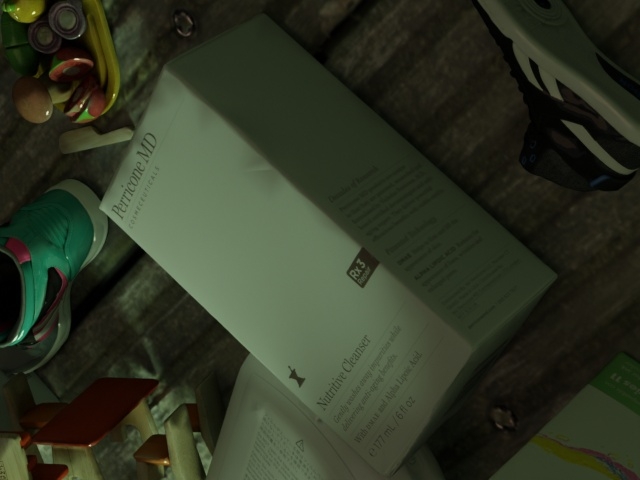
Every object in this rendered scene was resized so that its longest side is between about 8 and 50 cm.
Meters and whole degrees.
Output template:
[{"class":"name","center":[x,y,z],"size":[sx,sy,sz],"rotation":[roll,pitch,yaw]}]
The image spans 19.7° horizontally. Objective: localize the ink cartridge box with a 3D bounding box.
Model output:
[{"class":"ink cartridge box","center":[0.185,0.269,1.575],"size":[0.119,0.353,0.207],"rotation":[36,131,18]}]

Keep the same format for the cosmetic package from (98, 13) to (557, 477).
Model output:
[{"class":"cosmetic package","center":[0.000,0.000,1.710],"size":[0.385,0.156,0.217],"rotation":[40,134,13]}]

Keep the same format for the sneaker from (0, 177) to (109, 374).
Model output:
[{"class":"sneaker","center":[-0.345,0.074,2.008],"size":[0.124,0.178,0.295],"rotation":[41,133,14]}]

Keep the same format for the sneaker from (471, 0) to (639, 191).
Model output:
[{"class":"sneaker","center":[0.182,-0.124,1.549],"size":[0.217,0.079,0.121],"rotation":[45,132,8]}]

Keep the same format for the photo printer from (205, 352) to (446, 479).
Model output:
[{"class":"photo printer","center":[-0.002,0.255,1.858],"size":[0.256,0.107,0.307],"rotation":[45,135,31]}]

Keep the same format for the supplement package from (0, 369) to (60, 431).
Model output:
[{"class":"supplement package","center":[-0.443,0.233,2.205],"size":[0.139,0.134,0.244],"rotation":[49,133,6]}]

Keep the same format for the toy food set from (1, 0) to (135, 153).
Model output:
[{"class":"toy food set","center":[-0.275,-0.180,1.886],"size":[0.128,0.071,0.217],"rotation":[0,114,38]}]

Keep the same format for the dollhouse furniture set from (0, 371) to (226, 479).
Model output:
[{"class":"dollhouse furniture set","center":[-0.264,0.207,1.957],"size":[0.262,0.259,0.135],"rotation":[-2,112,26]}]
